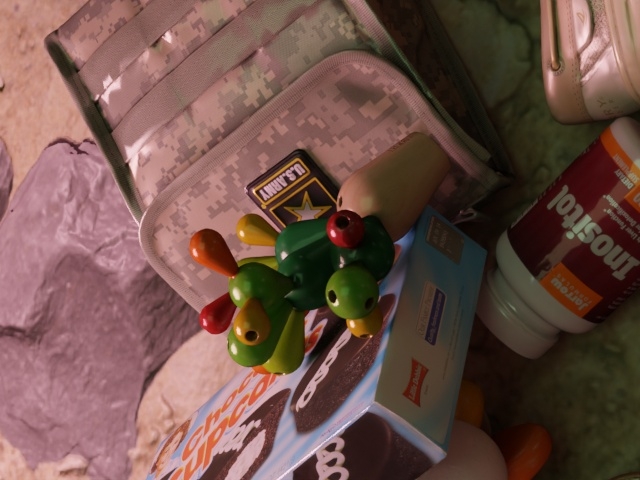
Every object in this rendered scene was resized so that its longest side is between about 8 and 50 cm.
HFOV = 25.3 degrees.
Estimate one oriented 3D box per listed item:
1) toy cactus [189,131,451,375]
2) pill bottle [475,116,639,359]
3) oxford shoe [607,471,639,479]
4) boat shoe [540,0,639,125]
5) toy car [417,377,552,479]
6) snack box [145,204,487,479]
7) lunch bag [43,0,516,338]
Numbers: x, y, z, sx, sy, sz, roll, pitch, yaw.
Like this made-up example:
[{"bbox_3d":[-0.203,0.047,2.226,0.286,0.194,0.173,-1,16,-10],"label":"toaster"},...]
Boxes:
[{"bbox_3d":[0.000,0.000,0.866,0.112,0.219,0.180,46,75,-3],"label":"toy cactus"},{"bbox_3d":[0.167,0.002,0.898,0.152,0.086,0.086,-48,59,21],"label":"pill bottle"},{"bbox_3d":[0.283,0.233,0.742,0.397,0.146,0.140,24,100,37],"label":"oxford shoe"},{"bbox_3d":[0.167,-0.225,0.923,0.098,0.109,0.302,-13,82,33],"label":"boat shoe"},{"bbox_3d":[0.085,0.185,0.913,0.136,0.159,0.182,27,99,-3],"label":"toy car"},{"bbox_3d":[-0.026,0.134,0.925,0.322,0.060,0.187,-44,17,35],"label":"snack box"},{"bbox_3d":[-0.025,-0.088,1.004,0.235,0.169,0.287,-37,71,24],"label":"lunch bag"}]
